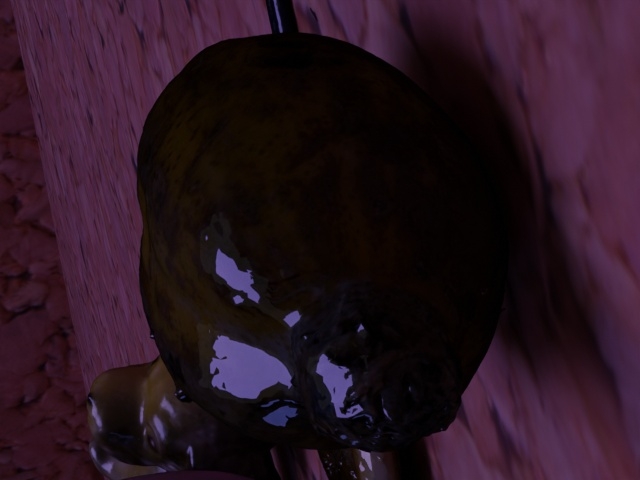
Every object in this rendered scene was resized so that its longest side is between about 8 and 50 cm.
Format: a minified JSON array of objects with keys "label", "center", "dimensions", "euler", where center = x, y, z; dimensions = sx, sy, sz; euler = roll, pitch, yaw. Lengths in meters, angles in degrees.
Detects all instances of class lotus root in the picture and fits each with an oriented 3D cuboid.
[{"label":"lotus root","center":[0.000,0.000,0.600],"dimensions":[0.209,0.120,0.120],"euler":[-124,23,-59]}]

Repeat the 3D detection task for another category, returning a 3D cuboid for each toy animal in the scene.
[{"label":"toy animal","center":[-0.071,0.150,1.152],"dimensions":[0.169,0.121,0.233],"euler":[26,133,62]}]

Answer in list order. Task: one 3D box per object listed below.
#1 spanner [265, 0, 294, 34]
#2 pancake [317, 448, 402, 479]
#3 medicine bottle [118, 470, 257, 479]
[{"label":"spanner","center":[-0.023,-0.113,0.840],"dimensions":[0.046,0.012,0.208],"euler":[-163,59,-78]},{"label":"pancake","center":[0.015,0.086,0.847],"dimensions":[0.158,0.028,0.158],"euler":[166,90,-82]},{"label":"medicine bottle","center":[-0.055,0.295,0.863],"dimensions":[0.256,0.256,0.325],"euler":[92,153,-54]}]
